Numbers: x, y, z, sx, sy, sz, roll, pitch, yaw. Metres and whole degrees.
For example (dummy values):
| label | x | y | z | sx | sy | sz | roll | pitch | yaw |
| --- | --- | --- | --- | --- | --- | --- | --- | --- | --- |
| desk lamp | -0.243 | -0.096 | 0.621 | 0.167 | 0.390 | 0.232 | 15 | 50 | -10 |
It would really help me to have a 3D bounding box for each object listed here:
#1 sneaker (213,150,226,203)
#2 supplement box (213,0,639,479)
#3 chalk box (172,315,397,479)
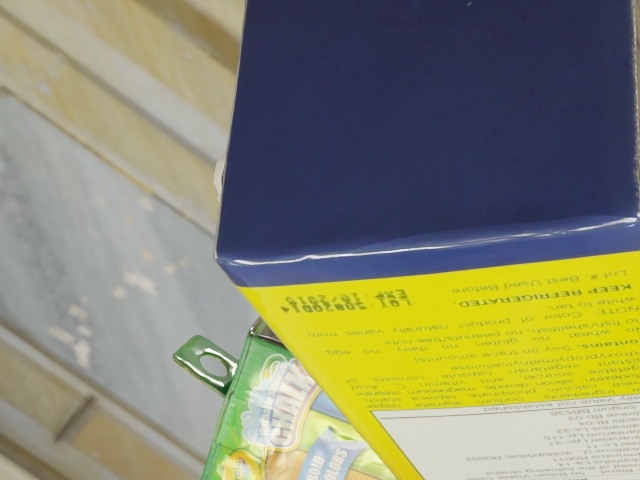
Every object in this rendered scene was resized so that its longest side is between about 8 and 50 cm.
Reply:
| label | x | y | z | sx | sy | sz | roll | pitch | yaw |
| --- | --- | --- | --- | --- | --- | --- | --- | --- | --- |
| sneaker | 0.000 | 0.000 | 1.228 | 0.095 | 0.235 | 0.090 | -46 | 162 | 26 |
| supplement box | 0.105 | 0.002 | 0.787 | 0.356 | 0.194 | 0.195 | 56 | 33 | -54 |
| chalk box | -0.002 | 0.167 | 1.357 | 0.180 | 0.289 | 0.179 | -48 | 156 | -73 |
